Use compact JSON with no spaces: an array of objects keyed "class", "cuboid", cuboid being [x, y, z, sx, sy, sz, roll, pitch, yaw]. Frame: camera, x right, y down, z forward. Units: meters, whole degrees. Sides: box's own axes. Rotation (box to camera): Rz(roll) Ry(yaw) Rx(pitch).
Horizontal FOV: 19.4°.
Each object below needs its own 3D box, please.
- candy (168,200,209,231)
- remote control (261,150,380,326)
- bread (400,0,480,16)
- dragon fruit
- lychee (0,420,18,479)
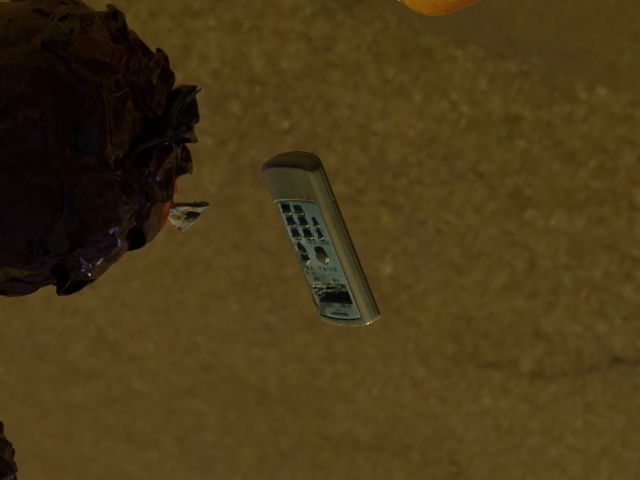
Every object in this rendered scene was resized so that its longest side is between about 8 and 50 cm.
[{"class":"candy","cuboid":[-0.219,-0.049,2.139,0.182,0.046,0.053,17,161,-11]},{"class":"remote control","cuboid":[0.000,0.000,2.316,0.098,0.038,0.233,3,121,50]},{"class":"bread","cuboid":[0.149,-0.370,1.799,0.204,0.336,0.358,43,150,-28]},{"class":"dragon fruit","cuboid":[-0.240,-0.067,1.531,0.244,0.244,0.299,36,116,-20]},{"class":"lychee","cuboid":[-0.457,0.276,1.948,0.330,0.306,0.306,28,158,-4]}]
